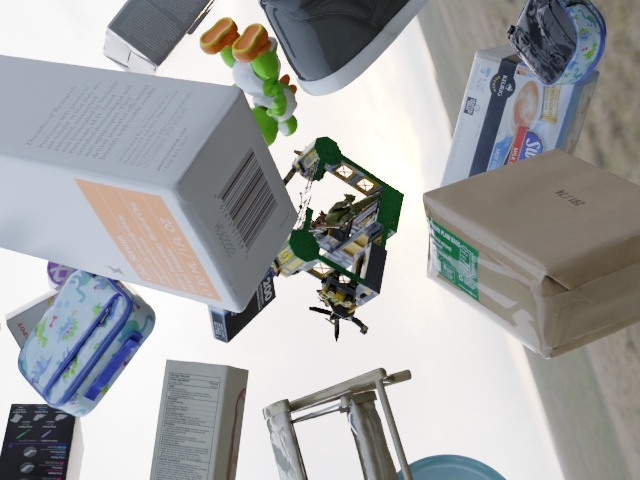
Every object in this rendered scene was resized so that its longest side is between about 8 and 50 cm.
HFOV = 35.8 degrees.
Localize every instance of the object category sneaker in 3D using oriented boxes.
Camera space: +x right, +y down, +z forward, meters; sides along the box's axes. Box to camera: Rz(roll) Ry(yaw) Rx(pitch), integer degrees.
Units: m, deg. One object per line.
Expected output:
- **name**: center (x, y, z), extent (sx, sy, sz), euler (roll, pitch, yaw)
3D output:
- **sneaker**: center (0.046, -0.282, 0.874), extent (0.104, 0.296, 0.147), euler (18, 154, 47)

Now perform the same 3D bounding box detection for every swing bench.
- **swing bench**: center (0.041, 0.356, 1.554), extent (0.165, 0.254, 0.253), euler (23, -131, -68)

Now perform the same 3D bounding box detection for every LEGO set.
- **LEGO set**: center (0.000, 0.000, 1.777), extent (0.254, 0.192, 0.331), euler (24, -128, -25)

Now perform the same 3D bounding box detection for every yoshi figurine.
- **yoshi figurine**: center (-0.163, -0.343, 2.364), extent (0.362, 0.202, 0.204), euler (61, -166, -51)

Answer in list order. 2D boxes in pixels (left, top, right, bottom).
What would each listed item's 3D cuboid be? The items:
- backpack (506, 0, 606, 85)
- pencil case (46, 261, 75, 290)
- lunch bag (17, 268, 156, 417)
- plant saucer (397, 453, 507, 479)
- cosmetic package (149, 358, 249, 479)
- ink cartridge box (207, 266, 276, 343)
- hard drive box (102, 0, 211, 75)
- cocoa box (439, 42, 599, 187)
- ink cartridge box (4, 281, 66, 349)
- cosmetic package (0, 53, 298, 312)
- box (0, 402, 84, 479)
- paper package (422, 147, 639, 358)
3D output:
- **backpack**: center (0.303, -0.253, 1.232), extent (0.114, 0.084, 0.105), euler (67, 148, 33)
- **pencil case**: center (-0.509, 0.079, 2.018), extent (0.086, 0.088, 0.206), euler (60, 162, 6)
- **lunch bag**: center (-0.369, 0.156, 1.566), extent (0.176, 0.219, 0.090), euler (38, -179, 42)
- **plant saucer**: center (0.254, 0.581, 1.951), extent (0.044, 0.317, 0.318), euler (44, -152, -79)
- **cosmetic package**: center (-0.255, 0.407, 2.089), extent (0.129, 0.153, 0.296), euler (32, -116, -68)
- **ink cartridge box**: center (-0.133, 0.050, 1.811), extent (0.208, 0.045, 0.206), euler (-47, -36, -39)
- **hard drive box**: center (-0.202, -0.343, 1.403), extent (0.089, 0.232, 0.181), euler (38, 169, -10)
- **cocoa box**: center (0.438, -0.232, 2.188), extent (0.231, 0.227, 0.347), euler (-26, -47, -59)
- **ink cartridge box**: center (-0.490, 0.157, 1.878), extent (0.128, 0.175, 0.072), euler (66, 164, -16)
- **cosmetic package**: center (-0.279, -0.082, 1.221), extent (0.162, 0.453, 0.230), euler (-60, -34, -29)
- **box**: center (-0.574, 0.485, 2.019), extent (0.270, 0.143, 0.165), euler (-95, 8, -48)
- **paper package**: center (0.367, 0.009, 1.563), extent (0.325, 0.309, 0.168), euler (39, 141, 52)
